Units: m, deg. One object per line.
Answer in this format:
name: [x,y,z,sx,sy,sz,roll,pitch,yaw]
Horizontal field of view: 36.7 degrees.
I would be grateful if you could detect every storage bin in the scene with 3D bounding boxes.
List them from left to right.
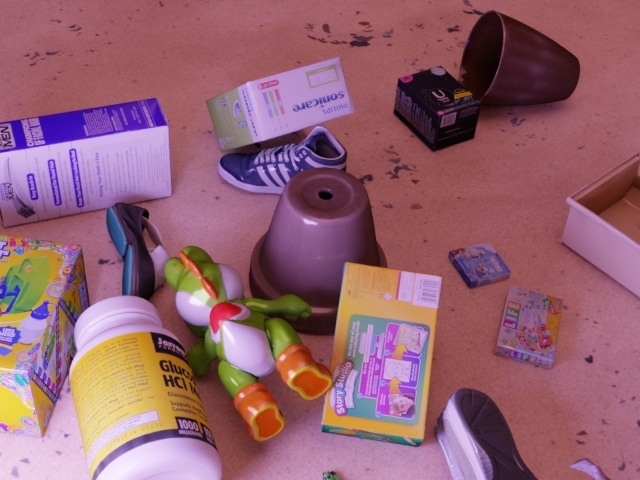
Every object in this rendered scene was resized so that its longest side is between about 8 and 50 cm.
storage bin: [0.655,-0.023,1.900,0.260,0.123,0.262,-30,54,-30]

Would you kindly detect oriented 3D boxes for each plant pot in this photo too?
plant pot: [0.000,0.000,1.741,0.263,0.229,0.263,2,45,-2]
plant pot: [0.473,-0.400,2.229,0.230,0.215,0.215,9,43,-17]

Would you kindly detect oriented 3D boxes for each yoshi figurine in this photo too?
yoshi figurine: [-0.133,0.158,1.608,0.203,0.203,0.362,-7,42,-39]

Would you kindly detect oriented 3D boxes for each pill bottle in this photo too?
pill bottle: [-0.281,0.251,1.486,0.188,0.188,0.334,-12,47,-17]

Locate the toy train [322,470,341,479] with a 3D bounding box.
toy train: [0.033,0.389,1.497,0.023,0.017,0.083,-16,47,-33]

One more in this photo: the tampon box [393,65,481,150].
tampon box: [0.260,-0.297,2.156,0.120,0.101,0.161,-20,49,-24]

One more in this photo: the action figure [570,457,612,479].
action figure: [0.469,0.451,1.339,0.341,0.178,0.330,-16,76,-15]

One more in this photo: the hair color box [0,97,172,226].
hair color box: [-0.469,-0.154,1.883,0.339,0.185,0.110,-13,47,-18]

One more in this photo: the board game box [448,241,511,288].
board game box: [0.308,0.046,1.869,0.090,0.020,0.090,-13,47,-19]

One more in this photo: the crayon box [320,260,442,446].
crayon box: [0.100,0.185,1.583,0.165,0.081,0.278,8,73,3]

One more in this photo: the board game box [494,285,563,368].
board game box: [0.381,0.156,1.760,0.103,0.026,0.154,14,45,9]

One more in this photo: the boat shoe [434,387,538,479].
boat shoe: [0.261,0.383,1.480,0.118,0.103,0.320,3,47,-30]

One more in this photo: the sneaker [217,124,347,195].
sneaker: [-0.073,-0.166,1.954,0.282,0.153,0.099,16,45,11]

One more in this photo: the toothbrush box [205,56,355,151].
toothbrush box: [-0.089,-0.275,1.980,0.206,0.122,0.283,-20,9,-21]

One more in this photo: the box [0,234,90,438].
box: [-0.562,0.143,1.579,0.290,0.177,0.279,7,43,2]

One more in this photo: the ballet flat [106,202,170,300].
ballet flat: [-0.330,0.025,1.784,0.096,0.095,0.280,0,43,-22]
